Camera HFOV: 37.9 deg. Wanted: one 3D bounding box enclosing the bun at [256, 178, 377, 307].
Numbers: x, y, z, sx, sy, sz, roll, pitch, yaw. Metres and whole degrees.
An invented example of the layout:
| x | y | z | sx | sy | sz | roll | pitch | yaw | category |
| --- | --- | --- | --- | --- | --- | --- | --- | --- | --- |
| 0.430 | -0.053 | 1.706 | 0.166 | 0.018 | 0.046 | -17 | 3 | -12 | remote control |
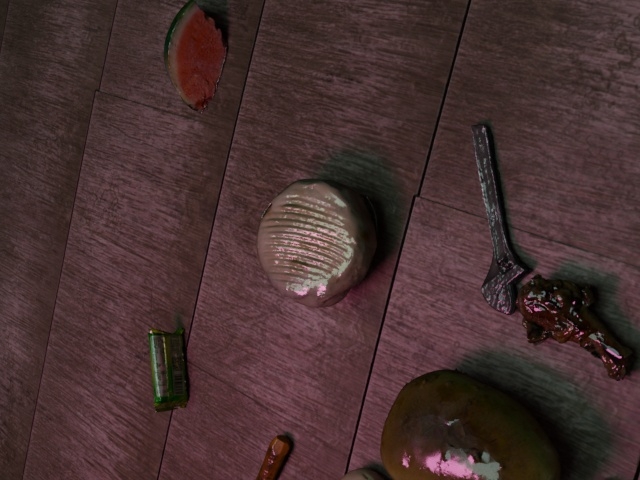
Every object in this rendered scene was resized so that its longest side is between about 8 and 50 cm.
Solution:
| x | y | z | sx | sy | sz | roll | pitch | yaw | category |
| --- | --- | --- | --- | --- | --- | --- | --- | --- | --- |
| 0.000 | 0.000 | 1.705 | 0.239 | 0.141 | 0.239 | -4 | 80 | 23 | bun |

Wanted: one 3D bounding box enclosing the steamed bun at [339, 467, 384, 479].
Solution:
| x | y | z | sx | sy | sz | roll | pitch | yaw | category |
| --- | --- | --- | --- | --- | --- | --- | --- | --- | --- |
| 0.075 | 0.472 | 1.660 | 0.113 | 0.091 | 0.129 | -29 | 70 | 35 | steamed bun |

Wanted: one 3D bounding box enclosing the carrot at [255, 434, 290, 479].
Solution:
| x | y | z | sx | sy | sz | roll | pitch | yaw | category |
| --- | --- | --- | --- | --- | --- | --- | --- | --- | --- |
| -0.106 | 0.461 | 1.852 | 0.042 | 0.042 | 0.170 | 40 | 115 | 34 | carrot |

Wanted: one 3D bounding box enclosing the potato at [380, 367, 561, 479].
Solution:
| x | y | z | sx | sy | sz | roll | pitch | yaw | category |
| --- | --- | --- | --- | --- | --- | --- | --- | --- | --- |
| 0.234 | 0.323 | 1.471 | 0.308 | 0.173 | 0.210 | 18 | 81 | 38 | potato |

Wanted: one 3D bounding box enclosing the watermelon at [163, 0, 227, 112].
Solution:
| x | y | z | sx | sy | sz | roll | pitch | yaw | category |
| --- | --- | --- | --- | --- | --- | --- | --- | --- | --- |
| -0.294 | -0.408 | 2.016 | 0.146 | 0.128 | 0.231 | 42 | 118 | 54 | watermelon |

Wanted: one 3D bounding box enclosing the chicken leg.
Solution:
| x | y | z | sx | sy | sz | roll | pitch | yaw | category |
| --- | --- | --- | --- | --- | --- | --- | --- | --- | --- |
| 0.389 | 0.124 | 1.418 | 0.196 | 0.080 | 0.125 | 21 | 112 | 32 | chicken leg |

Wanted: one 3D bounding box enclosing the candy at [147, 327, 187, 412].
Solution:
| x | y | z | sx | sy | sz | roll | pitch | yaw | category |
| --- | --- | --- | --- | --- | --- | --- | --- | --- | --- |
| -0.329 | 0.277 | 2.011 | 0.032 | 0.102 | 0.178 | -12 | 81 | 35 | candy |

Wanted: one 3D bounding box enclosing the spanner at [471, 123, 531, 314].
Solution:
| x | y | z | sx | sy | sz | roll | pitch | yaw | category |
| --- | --- | --- | --- | --- | --- | --- | --- | --- | --- |
| 0.287 | -0.038 | 1.540 | 0.093 | 0.026 | 0.325 | -17 | 75 | 40 | spanner |
